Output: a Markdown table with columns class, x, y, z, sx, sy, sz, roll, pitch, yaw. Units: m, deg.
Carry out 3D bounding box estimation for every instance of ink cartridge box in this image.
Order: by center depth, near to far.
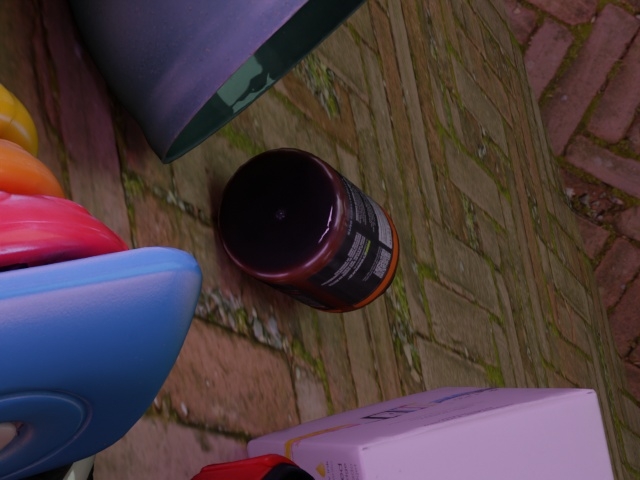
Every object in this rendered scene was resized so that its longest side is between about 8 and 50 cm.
| class | x | y | z | sx | sy | sz | roll | pitch | yaw |
| --- | --- | --- | --- | --- | --- | --- | --- | --- | --- |
| ink cartridge box | 0.075 | 0.198 | 1.015 | 0.232 | 0.168 | 0.171 | 163 | -84 | -70 |

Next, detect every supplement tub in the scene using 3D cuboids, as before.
| class | x | y | z | sx | sy | sz | roll | pitch | yaw |
| --- | --- | --- | --- | --- | --- | --- | --- | --- | --- |
| supplement tub | 0.000 | 0.000 | 1.206 | 0.198 | 0.106 | 0.106 | 34 | 45 | -66 |

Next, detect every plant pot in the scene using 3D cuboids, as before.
| class | x | y | z | sx | sy | sz | roll | pitch | yaw |
| --- | --- | --- | --- | --- | --- | --- | --- | --- | --- |
| plant pot | -0.057 | -0.219 | 0.966 | 0.196 | 0.293 | 0.293 | 48 | 20 | -1 |

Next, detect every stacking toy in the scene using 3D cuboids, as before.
| class | x | y | z | sx | sy | sz | roll | pitch | yaw |
| --- | --- | --- | --- | --- | --- | --- | --- | --- | --- |
| stacking toy | -0.187 | -0.049 | 0.610 | 0.165 | 0.175 | 0.302 | -10 | 65 | -33 |

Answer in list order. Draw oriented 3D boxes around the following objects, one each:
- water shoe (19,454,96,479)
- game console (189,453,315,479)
| class | x | y | z | sx | sy | sz | roll | pitch | yaw |
| --- | --- | --- | --- | --- | --- | --- | --- | --- | --- |
| water shoe | -0.150 | 0.154 | 0.703 | 0.203 | 0.072 | 0.080 | -75 | 166 | -45 |
| game console | -0.024 | 0.300 | 0.706 | 0.342 | 0.060 | 0.386 | 70 | 19 | -4 |
